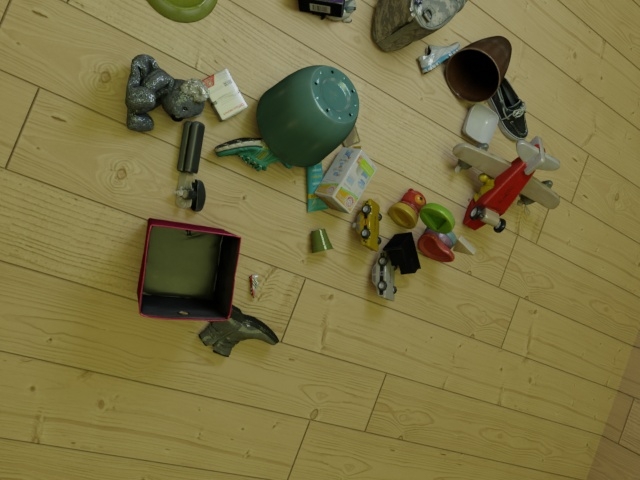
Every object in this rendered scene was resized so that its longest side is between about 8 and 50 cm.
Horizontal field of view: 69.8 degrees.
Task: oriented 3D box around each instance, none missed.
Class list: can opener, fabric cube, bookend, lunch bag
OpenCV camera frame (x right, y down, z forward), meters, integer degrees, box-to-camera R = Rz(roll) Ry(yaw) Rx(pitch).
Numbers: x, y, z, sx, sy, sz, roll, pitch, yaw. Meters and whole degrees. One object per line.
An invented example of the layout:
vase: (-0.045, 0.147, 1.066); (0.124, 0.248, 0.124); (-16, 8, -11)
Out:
can opener: (-0.408, -0.234, 1.456); (0.093, 0.074, 0.280); (-2, 100, -57)
fabric cube: (-0.405, 0.082, 1.383); (0.254, 0.258, 0.259); (8, 93, -24)
bookend: (0.310, 0.069, 1.730); (0.156, 0.072, 0.157); (-41, 118, -56)
lunch bag: (0.329, -0.791, 1.561); (0.212, 0.305, 0.256); (35, 81, -22)

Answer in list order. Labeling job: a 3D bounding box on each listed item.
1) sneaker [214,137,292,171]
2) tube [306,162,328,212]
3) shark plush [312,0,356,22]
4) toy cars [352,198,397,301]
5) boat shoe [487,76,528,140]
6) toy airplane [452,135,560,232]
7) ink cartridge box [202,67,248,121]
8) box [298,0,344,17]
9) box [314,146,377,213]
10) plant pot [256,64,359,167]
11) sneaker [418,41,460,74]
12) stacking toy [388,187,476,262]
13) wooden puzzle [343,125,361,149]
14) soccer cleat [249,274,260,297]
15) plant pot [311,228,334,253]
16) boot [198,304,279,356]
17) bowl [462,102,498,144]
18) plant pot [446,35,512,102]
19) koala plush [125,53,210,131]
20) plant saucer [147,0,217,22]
sneaker: (-0.208, -0.282, 1.510); (0.275, 0.107, 0.110); (-3, 106, -22)
tube: (-0.018, -0.206, 1.627); (0.080, 0.052, 0.207); (-10, 107, -17)
shark plush: (0.050, -0.796, 1.597); (0.161, 0.073, 0.067); (-15, 82, 0)
toy cars: (0.199, 0.042, 1.719); (0.176, 0.087, 0.394); (-40, 116, -52)
boat shoe: (0.788, -0.541, 1.888); (0.113, 0.105, 0.306); (-39, 109, -14)
toy airplane: (0.730, -0.250, 1.811); (0.384, 0.272, 0.386); (-14, 119, 11)
ink cartridge box: (-0.310, -0.462, 1.466); (0.099, 0.056, 0.135); (-33, 107, -16)
box: (0.016, -0.863, 1.502); (0.153, 0.108, 0.207); (8, 93, 1)
box: (0.090, -0.211, 1.617); (0.114, 0.103, 0.203); (40, 76, -40)
plant pot: (-0.019, -0.407, 1.446); (0.293, 0.235, 0.293); (10, 73, -33)
sneaker: (0.451, -0.718, 1.749); (0.190, 0.071, 0.083); (-37, 103, -15)
stacking toy: (0.442, -0.068, 1.717); (0.309, 0.279, 0.130); (47, 67, -19)
wooden puzzle: (0.107, -0.380, 1.675); (0.078, 0.014, 0.116); (-18, 103, -24)
soccer cleat: (-0.227, 0.159, 1.590); (0.035, 0.029, 0.083); (-5, 94, -18)
plant pot: (0.000, 0.000, 1.645); (0.083, 0.083, 0.079); (-11, 88, -21)
boot: (-0.279, 0.332, 1.571); (0.246, 0.083, 0.161); (35, 89, -17)
bowl: (0.640, -0.470, 1.864); (0.142, 0.053, 0.142); (22, 87, -24)
plant pot: (0.638, -0.688, 1.771); (0.230, 0.215, 0.215); (-46, 111, -26)
koala plush: (-0.443, -0.428, 1.349); (0.221, 0.196, 0.203); (7, 75, -19)
plant saucer: (-0.424, -0.792, 1.391); (0.241, 0.037, 0.241); (-2, 96, -22)
